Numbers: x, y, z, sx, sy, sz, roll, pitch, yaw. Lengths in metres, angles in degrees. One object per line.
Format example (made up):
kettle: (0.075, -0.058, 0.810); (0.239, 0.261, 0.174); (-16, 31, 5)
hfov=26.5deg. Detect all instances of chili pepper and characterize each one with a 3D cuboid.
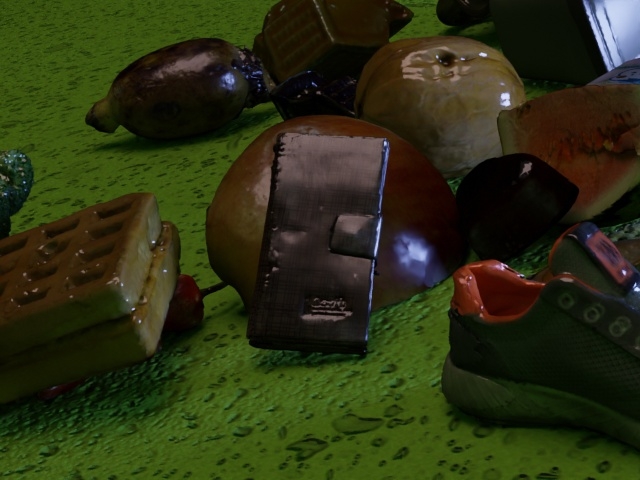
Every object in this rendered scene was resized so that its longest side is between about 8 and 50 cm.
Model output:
chili pepper: (-0.194, 0.088, 1.409); (0.272, 0.063, 0.071); (-30, 15, -35)

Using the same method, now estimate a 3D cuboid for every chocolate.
chocolate: (0.191, -0.041, 1.472); (0.125, 0.080, 0.148); (-49, 20, -16)

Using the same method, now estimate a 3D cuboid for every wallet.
wallet: (0.000, 0.000, 1.358); (0.124, 0.042, 0.230); (4, 65, 9)

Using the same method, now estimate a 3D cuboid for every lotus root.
lotus root: (-0.224, -0.238, 2.150); (0.314, 0.141, 0.169); (-16, 23, -3)

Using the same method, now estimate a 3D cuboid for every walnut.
walnut: (0.155, -0.174, 1.746); (0.221, 0.195, 0.195); (-10, 21, -4)

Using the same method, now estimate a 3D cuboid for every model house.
model house: (-0.010, -0.314, 2.269); (0.268, 0.173, 0.239); (-34, 21, 32)
model house: (0.038, -0.197, 1.969); (0.152, 0.106, 0.165); (3, 29, 36)

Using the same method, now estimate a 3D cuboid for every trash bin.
trash bin: (0.400, -0.333, 2.016); (0.219, 0.219, 0.250); (-29, 20, -26)

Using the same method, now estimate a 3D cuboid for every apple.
apple: (0.031, -0.030, 1.515); (0.346, 0.254, 0.179); (-34, -9, -46)

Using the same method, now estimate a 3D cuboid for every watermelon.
watermelon: (0.298, -0.070, 1.494); (0.128, 0.159, 0.303); (-51, 19, -14)

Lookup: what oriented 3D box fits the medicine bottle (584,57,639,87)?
medicine bottle: (0.433, -0.184, 1.761); (0.119, 0.094, 0.188); (8, 28, 41)

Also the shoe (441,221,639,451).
shoe: (0.242, 0.067, 1.093); (0.336, 0.171, 0.132); (6, 26, 38)

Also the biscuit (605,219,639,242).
biscuit: (0.385, -0.006, 1.432); (0.231, 0.016, 0.139); (-20, 22, -24)

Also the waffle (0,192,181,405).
waffle: (-0.306, 0.074, 1.351); (0.327, 0.098, 0.224); (-17, 25, 13)

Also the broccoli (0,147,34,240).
broccoli: (-0.481, -0.057, 1.630); (0.254, 0.269, 0.269); (4, 25, 46)

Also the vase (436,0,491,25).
vase: (0.328, -0.475, 2.416); (0.302, 0.241, 0.329); (-19, -13, -36)

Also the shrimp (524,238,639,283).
shrimp: (0.309, 0.041, 1.286); (0.262, 0.066, 0.117); (-14, 31, 33)
